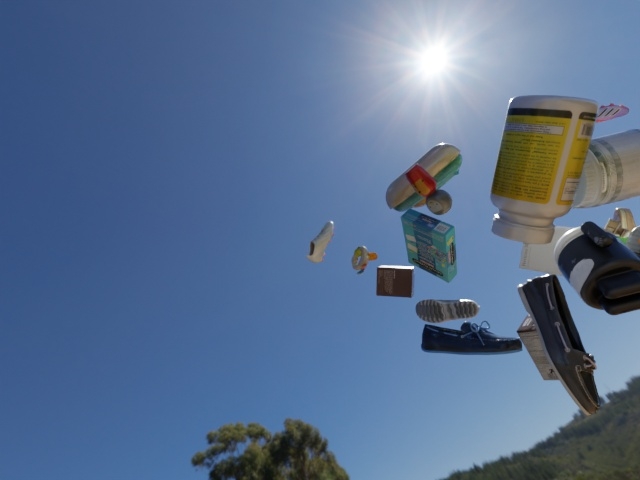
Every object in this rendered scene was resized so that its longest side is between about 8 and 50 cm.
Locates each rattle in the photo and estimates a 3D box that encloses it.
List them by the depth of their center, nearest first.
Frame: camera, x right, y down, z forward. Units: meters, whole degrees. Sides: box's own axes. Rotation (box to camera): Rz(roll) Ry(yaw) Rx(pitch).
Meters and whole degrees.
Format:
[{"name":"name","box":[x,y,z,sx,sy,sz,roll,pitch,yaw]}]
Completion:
[{"name":"rattle","box":[0.236,0.119,1.996,0.143,0.199,0.130,37,-84,-23]}]

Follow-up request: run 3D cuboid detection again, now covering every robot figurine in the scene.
[{"name":"robot figurine","box":[0.762,0.074,1.091,0.174,0.278,0.209,15,-59,-5]}]

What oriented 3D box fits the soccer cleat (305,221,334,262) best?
[{"name":"soccer cleat","box":[0.000,0.000,1.692,0.076,0.068,0.196,28,-109,-21]}]

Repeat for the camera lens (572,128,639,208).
[{"name":"camera lens","box":[0.929,-0.229,1.307,0.274,0.219,0.219,-13,-41,-2]}]

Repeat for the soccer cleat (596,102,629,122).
[{"name":"soccer cleat","box":[1.245,-0.561,1.821,0.248,0.095,0.083,6,-5,21]}]

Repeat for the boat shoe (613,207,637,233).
[{"name":"boat shoe","box":[1.299,-0.008,1.653,0.110,0.121,0.341,-20,-59,30]}]

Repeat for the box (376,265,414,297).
[{"name":"box","box":[0.434,0.234,2.318,0.203,0.167,0.168,2,0,18]}]

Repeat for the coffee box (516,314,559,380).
[{"name":"coffee box","box":[1.156,0.541,2.061,0.168,0.297,0.119,-31,2,-38]}]

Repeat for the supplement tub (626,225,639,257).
[{"name":"supplement tub","box":[1.075,0.023,1.242,0.117,0.190,0.117,-4,-77,-15]}]

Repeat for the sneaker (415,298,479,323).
[{"name":"sneaker","box":[0.560,0.312,1.768,0.281,0.105,0.115,-4,-10,35]}]

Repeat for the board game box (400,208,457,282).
[{"name":"board game box","box":[0.536,0.026,1.975,0.079,0.254,0.336,-41,-44,-21]}]

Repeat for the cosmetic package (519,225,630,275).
[{"name":"cosmetic package","box":[0.991,0.049,1.548,0.155,0.366,0.196,2,-85,-45]}]

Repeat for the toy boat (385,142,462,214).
[{"name":"toy boat","box":[0.310,-0.159,1.168,0.267,0.148,0.318,-41,2,19]}]

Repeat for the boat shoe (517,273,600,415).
[{"name":"boat shoe","box":[0.584,0.230,0.957,0.112,0.335,0.095,23,-47,-37]}]

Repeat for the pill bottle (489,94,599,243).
[{"name":"pill bottle","box":[0.524,-0.169,0.975,0.188,0.188,0.333,-3,-71,-28]}]

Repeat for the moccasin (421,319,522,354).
[{"name":"moccasin","box":[0.509,0.336,1.397,0.342,0.116,0.138,-7,-15,31]}]

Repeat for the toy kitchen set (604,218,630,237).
[{"name":"toy kitchen set","box":[0.971,-0.012,1.322,0.075,0.068,0.083,-46,-34,-43]}]
